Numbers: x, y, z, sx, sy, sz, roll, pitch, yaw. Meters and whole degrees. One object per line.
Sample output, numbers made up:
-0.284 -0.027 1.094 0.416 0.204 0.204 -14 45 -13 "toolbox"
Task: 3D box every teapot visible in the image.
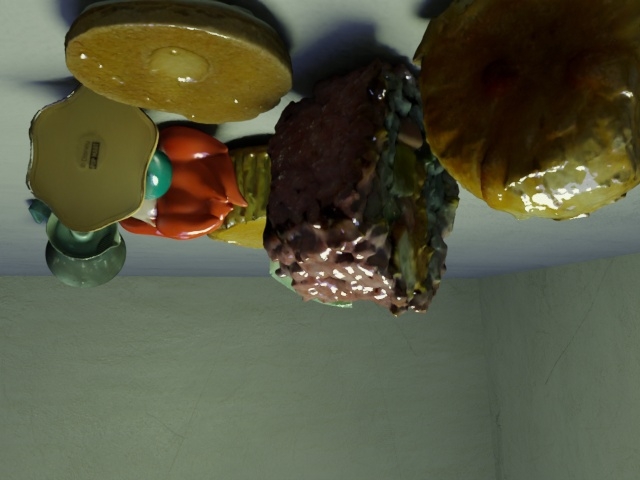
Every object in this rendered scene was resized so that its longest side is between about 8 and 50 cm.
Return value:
-0.531 -0.004 1.071 0.203 0.171 0.225 32 154 -11 "teapot"

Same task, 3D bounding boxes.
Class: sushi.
0.051 -0.049 0.561 0.171 0.270 0.236 -5 157 38 "sushi"

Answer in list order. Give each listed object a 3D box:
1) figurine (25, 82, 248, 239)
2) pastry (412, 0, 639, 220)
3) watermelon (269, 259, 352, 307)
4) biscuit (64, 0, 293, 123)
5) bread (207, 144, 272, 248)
-0.218 -0.078 0.643 0.208 0.181 0.257 -32 174 5 "figurine"
0.175 -0.130 0.387 0.100 0.218 0.229 3 -155 -41 "pastry"
0.000 0.000 1.071 0.193 0.310 0.231 -4 132 12 "watermelon"
-0.125 -0.170 0.461 0.208 0.049 0.181 6 168 -38 "biscuit"
-0.067 -0.066 0.812 0.227 0.142 0.253 -8 165 39 "bread"
